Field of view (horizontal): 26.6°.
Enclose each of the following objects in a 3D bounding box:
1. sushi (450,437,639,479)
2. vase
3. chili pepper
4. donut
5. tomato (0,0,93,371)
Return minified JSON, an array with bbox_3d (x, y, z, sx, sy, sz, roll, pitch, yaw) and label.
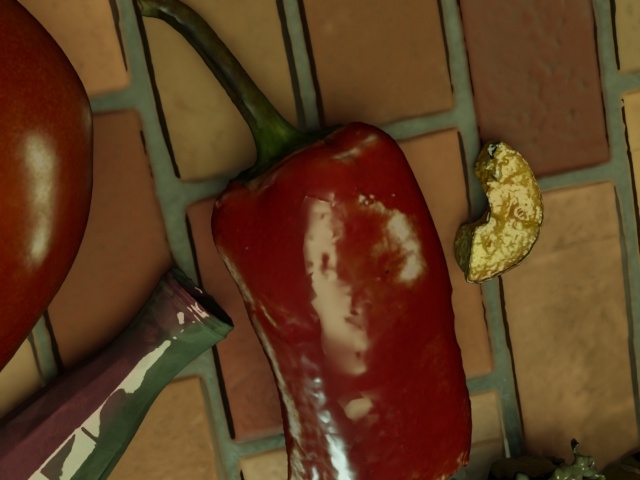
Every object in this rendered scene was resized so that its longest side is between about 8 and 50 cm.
[{"bbox_3d":[0.113,0.203,0.917,0.291,0.139,0.131,-14,99,-13],"label":"sushi"},{"bbox_3d":[-0.147,0.112,0.864,0.214,0.086,0.086,-46,109,2],"label":"vase"},{"bbox_3d":[0.005,-0.001,0.824,0.134,0.131,0.338,-20,108,-13],"label":"chili pepper"},{"bbox_3d":[0.110,-0.023,0.882,0.067,0.038,0.083,-24,105,1],"label":"donut"},{"bbox_3d":[-0.270,-0.035,0.715,0.298,0.226,0.298,-8,112,-20],"label":"tomato"}]
